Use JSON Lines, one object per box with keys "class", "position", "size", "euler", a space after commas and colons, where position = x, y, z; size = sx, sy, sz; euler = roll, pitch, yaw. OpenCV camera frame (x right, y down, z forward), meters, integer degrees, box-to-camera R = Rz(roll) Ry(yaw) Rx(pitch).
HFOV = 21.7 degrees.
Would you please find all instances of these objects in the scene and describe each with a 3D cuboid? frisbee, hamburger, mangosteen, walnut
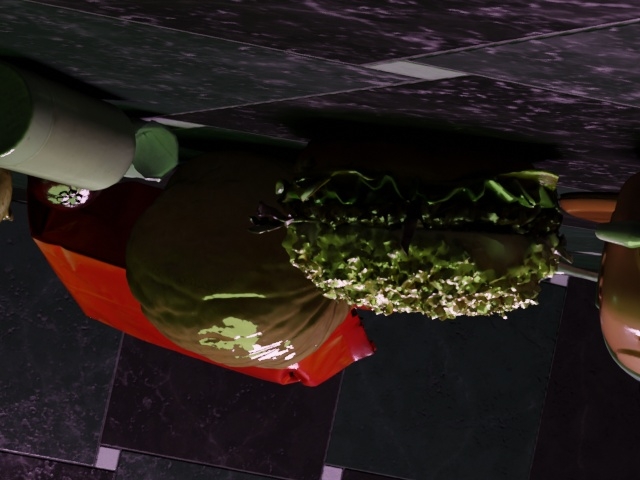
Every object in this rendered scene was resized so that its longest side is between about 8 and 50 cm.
{"class": "frisbee", "position": [0.359, -0.021, 1.639], "size": [0.250, 0.021, 0.251], "euler": [8, 178, 0]}
{"class": "hamburger", "position": [0.071, -0.009, 1.323], "size": [0.261, 0.139, 0.243], "euler": [6, 178, 4]}
{"class": "mangosteen", "position": [-0.250, -0.070, 1.654], "size": [0.081, 0.081, 0.081], "euler": [7, 178, 0]}
{"class": "walnut", "position": [-0.073, 0.015, 1.583], "size": [0.228, 0.228, 0.228], "euler": [7, 178, 0]}

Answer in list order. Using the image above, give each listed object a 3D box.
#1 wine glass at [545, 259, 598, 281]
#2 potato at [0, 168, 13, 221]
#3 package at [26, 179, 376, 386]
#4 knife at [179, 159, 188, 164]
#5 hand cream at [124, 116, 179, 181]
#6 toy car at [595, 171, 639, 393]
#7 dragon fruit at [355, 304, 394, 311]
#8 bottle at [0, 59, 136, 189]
{"class": "wine glass", "position": [0.251, 0.029, 1.710], "size": [0.182, 0.122, 0.122], "euler": [15, -178, 31]}
{"class": "potato", "position": [-0.412, -0.050, 1.731], "size": [0.197, 0.149, 0.228], "euler": [-11, -172, -43]}
{"class": "package", "position": [-0.150, 0.036, 1.833], "size": [0.423, 0.123, 0.196], "euler": [18, 152, 25]}
{"class": "knife", "position": [-0.176, -0.087, 1.797], "size": [0.091, 0.005, 0.014], "euler": [6, 179, 27]}
{"class": "hand cream", "position": [-0.192, -0.084, 1.425], "size": [0.078, 0.050, 0.205], "euler": [9, -179, -36]}
{"class": "toy car", "position": [0.324, 0.028, 1.184], "size": [0.270, 0.181, 0.212], "euler": [7, 168, 21]}
{"class": "dragon fruit", "position": [0.000, 0.000, 1.914], "size": [0.211, 0.134, 0.262], "euler": [18, 175, -21]}
{"class": "bottle", "position": [-0.198, -0.080, 1.194], "size": [0.072, 0.072, 0.201], "euler": [6, 177, 14]}
